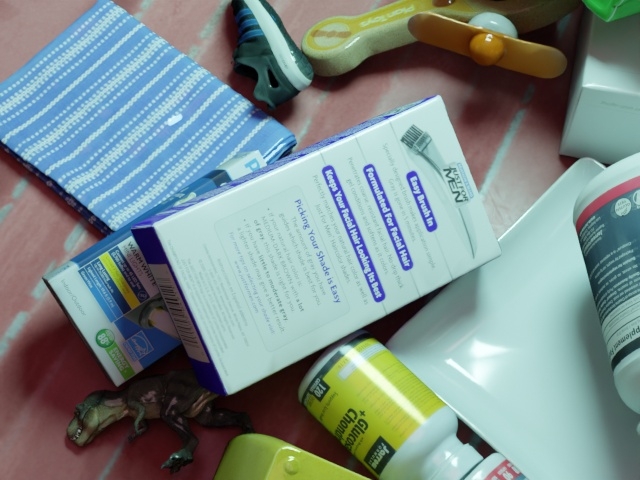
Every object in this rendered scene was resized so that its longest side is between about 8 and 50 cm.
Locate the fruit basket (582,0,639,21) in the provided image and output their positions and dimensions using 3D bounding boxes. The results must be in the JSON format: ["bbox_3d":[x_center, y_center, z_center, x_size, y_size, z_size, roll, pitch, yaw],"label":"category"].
[{"bbox_3d":[0.361,-0.409,1.239,0.353,0.165,0.327,-39,75,-26],"label":"fruit basket"}]

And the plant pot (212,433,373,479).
[{"bbox_3d":[-0.011,0.292,1.024,0.212,0.187,0.212,24,65,-2],"label":"plant pot"}]

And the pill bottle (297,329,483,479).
[{"bbox_3d":[0.072,0.184,1.147,0.103,0.103,0.184,-41,70,-18],"label":"pill bottle"}]

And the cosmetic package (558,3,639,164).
[{"bbox_3d":[0.413,-0.268,1.347,0.197,0.155,0.366,10,62,6],"label":"cosmetic package"}]

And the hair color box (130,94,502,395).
[{"bbox_3d":[0.000,0.000,1.167,0.338,0.110,0.185,-25,98,-19],"label":"hair color box"}]

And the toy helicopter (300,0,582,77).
[{"bbox_3d":[0.149,-0.265,1.354,0.355,0.140,0.235,-18,47,8],"label":"toy helicopter"}]

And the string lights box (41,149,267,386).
[{"bbox_3d":[-0.149,0.026,1.213,0.259,0.077,0.133,-34,102,-15],"label":"string lights box"}]

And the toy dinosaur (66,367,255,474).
[{"bbox_3d":[-0.129,0.175,1.179,0.268,0.064,0.118,-18,58,-13],"label":"toy dinosaur"}]

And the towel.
[{"bbox_3d":[-0.225,-0.135,1.345,0.336,0.040,0.243,37,68,17],"label":"towel"}]

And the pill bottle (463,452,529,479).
[{"bbox_3d":[0.201,0.302,1.086,0.180,0.108,0.108,42,70,18],"label":"pill bottle"}]

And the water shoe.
[{"bbox_3d":[-0.082,-0.242,1.377,0.080,0.073,0.203,-39,50,11],"label":"water shoe"}]

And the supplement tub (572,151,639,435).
[{"bbox_3d":[0.366,0.059,1.107,0.191,0.191,0.272,-7,64,-3],"label":"supplement tub"}]

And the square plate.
[{"bbox_3d":[0.305,0.123,1.209,0.344,0.049,0.347,-41,70,-18],"label":"square plate"}]
